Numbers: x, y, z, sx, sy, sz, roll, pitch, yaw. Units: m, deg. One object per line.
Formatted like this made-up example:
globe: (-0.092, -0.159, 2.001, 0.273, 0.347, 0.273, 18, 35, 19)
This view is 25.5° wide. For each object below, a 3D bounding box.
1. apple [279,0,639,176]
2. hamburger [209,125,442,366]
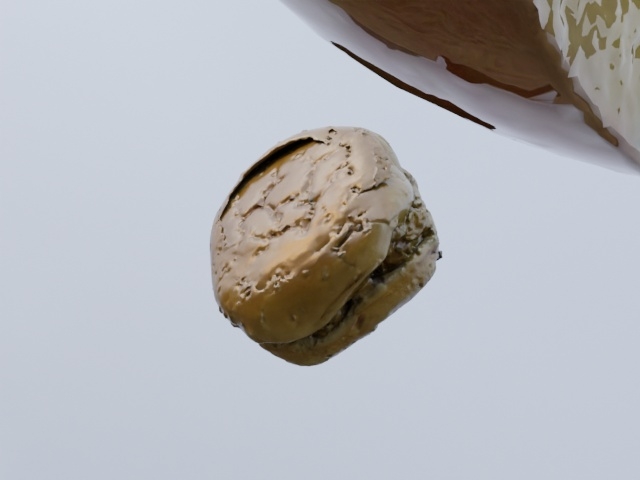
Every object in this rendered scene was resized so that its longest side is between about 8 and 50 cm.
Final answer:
apple: (0.075, -0.169, 0.464, 0.309, 0.252, 0.314, 39, 22, -56)
hamburger: (-0.001, 0.001, 1.205, 0.213, 0.214, 0.108, 3, -30, 44)
